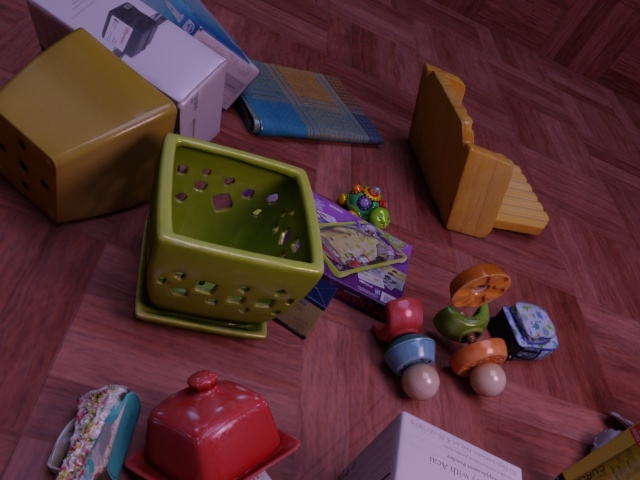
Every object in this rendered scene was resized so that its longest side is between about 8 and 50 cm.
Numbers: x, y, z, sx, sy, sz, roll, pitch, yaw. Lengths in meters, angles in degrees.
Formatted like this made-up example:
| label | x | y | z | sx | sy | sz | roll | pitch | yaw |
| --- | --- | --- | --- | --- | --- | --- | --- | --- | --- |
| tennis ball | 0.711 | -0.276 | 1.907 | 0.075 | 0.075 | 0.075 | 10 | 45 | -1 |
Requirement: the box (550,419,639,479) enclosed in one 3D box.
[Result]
| label | x | y | z | sx | sy | sz | roll | pitch | yaw |
| --- | --- | --- | --- | --- | --- | --- | --- | --- | --- |
| box | 0.421 | 0.349 | 0.912 | 0.058 | 0.232 | 0.087 | 13 | 42 | -27 |

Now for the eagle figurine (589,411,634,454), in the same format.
| label | x | y | z | sx | sy | sz | roll | pitch | yaw |
| --- | --- | --- | --- | --- | --- | --- | --- | --- | --- |
| eagle figurine | 0.570 | 0.378 | 1.047 | 0.226 | 0.225 | 0.298 | 13 | 55 | 35 |

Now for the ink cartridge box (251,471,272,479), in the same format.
| label | x | y | z | sx | sy | sz | roll | pitch | yaw |
| --- | --- | --- | --- | --- | --- | --- | --- | --- | --- |
| ink cartridge box | -0.079 | 0.343 | 0.711 | 0.109 | 0.063 | 0.150 | -18 | 59 | -45 |

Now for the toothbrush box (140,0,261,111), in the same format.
| label | x | y | z | sx | sy | sz | roll | pitch | yaw |
| --- | --- | --- | --- | --- | --- | --- | --- | --- | --- |
| toothbrush box | -0.293 | -0.439 | 1.329 | 0.295 | 0.126 | 0.216 | 53 | 15 | 24 |

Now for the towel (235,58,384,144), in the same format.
| label | x | y | z | sx | sy | sz | roll | pitch | yaw |
| --- | --- | --- | --- | --- | --- | --- | --- | --- | --- |
| towel | -0.049 | -0.328 | 1.513 | 0.370 | 0.040 | 0.271 | 0 | 48 | -38 |

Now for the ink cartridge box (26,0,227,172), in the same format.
| label | x | y | z | sx | sy | sz | roll | pitch | yaw |
| --- | --- | --- | --- | --- | --- | --- | --- | --- | --- |
| ink cartridge box | -0.325 | -0.293 | 1.102 | 0.307 | 0.223 | 0.129 | 35 | 64 | 4 |

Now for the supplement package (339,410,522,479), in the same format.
| label | x | y | z | sx | sy | sz | roll | pitch | yaw |
| --- | --- | --- | --- | --- | --- | --- | --- | --- | --- |
| supplement package | 0.109 | 0.382 | 0.705 | 0.178 | 0.175 | 0.293 | 27 | 38 | -7 |

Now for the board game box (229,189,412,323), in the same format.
| label | x | y | z | sx | sy | sz | roll | pitch | yaw |
| --- | --- | --- | --- | --- | --- | --- | --- | --- | --- |
| board game box | 0.000 | 0.000 | 1.169 | 0.347 | 0.056 | 0.208 | 28 | 41 | -5 |

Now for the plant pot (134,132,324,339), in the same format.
| label | x | y | z | sx | sy | sz | roll | pitch | yaw |
| --- | --- | --- | --- | --- | --- | --- | --- | --- | --- |
| plant pot | -0.147 | 0.011 | 0.918 | 0.228 | 0.207 | 0.227 | 14 | 41 | -22 |

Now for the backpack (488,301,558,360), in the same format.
| label | x | y | z | sx | sy | sz | roll | pitch | yaw |
| --- | --- | --- | --- | --- | --- | --- | --- | --- | --- |
| backpack | 0.399 | 0.176 | 1.216 | 0.114 | 0.084 | 0.105 | 12 | 43 | -28 |

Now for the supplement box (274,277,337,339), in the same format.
| label | x | y | z | sx | sy | sz | roll | pitch | yaw |
| --- | --- | --- | --- | --- | --- | --- | --- | --- | --- |
| supplement box | -0.033 | 0.095 | 1.004 | 0.083 | 0.083 | 0.056 | 33 | 37 | 2 |

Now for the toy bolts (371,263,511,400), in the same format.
| label | x | y | z | sx | sy | sz | roll | pitch | yaw |
| --- | --- | --- | --- | --- | --- | --- | --- | --- | --- |
| toy bolts | 0.217 | 0.164 | 1.027 | 0.229 | 0.218 | 0.158 | -6 | 55 | -16 |

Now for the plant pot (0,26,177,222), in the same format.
| label | x | y | z | sx | sy | sz | roll | pitch | yaw |
| --- | --- | --- | --- | --- | --- | --- | --- | --- | --- |
| plant pot | -0.372 | -0.154 | 0.964 | 0.212 | 0.212 | 0.187 | 40 | 50 | 10 |

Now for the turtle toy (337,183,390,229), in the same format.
| label | x | y | z | sx | sy | sz | roll | pitch | yaw |
| --- | --- | --- | --- | --- | --- | --- | --- | --- | --- |
| turtle toy | 0.100 | -0.068 | 1.296 | 0.095 | 0.066 | 0.130 | 4 | 45 | -32 |

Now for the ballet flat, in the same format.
| label | x | y | z | sx | sy | sz | roll | pitch | yaw |
| --- | --- | --- | --- | --- | --- | --- | --- | --- | --- |
| ballet flat | -0.262 | 0.259 | 0.681 | 0.077 | 0.091 | 0.241 | -2 | 35 | 6 |

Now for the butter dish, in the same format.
| label | x | y | z | sx | sy | sz | roll | pitch | yaw |
| --- | --- | --- | --- | --- | --- | --- | --- | --- | --- |
| butter dish | -0.130 | 0.209 | 0.739 | 0.160 | 0.118 | 0.160 | 6 | 16 | 42 |

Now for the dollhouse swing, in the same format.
| label | x | y | z | sx | sy | sz | roll | pitch | yaw |
| --- | --- | --- | --- | --- | --- | --- | --- | --- | --- |
| dollhouse swing | 0.409 | -0.212 | 1.511 | 0.305 | 0.315 | 0.346 | -2 | 45 | -9 |
